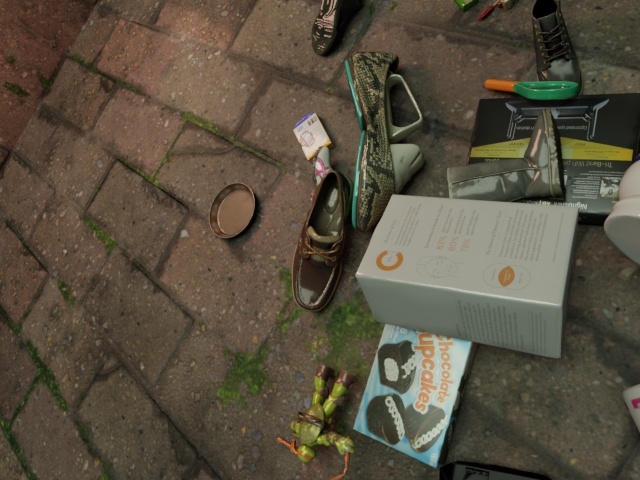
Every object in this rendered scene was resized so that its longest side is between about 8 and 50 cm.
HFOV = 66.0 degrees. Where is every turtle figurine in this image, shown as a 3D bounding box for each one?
[{"bbox_3d":[-0.010,0.382,1.066,0.269,0.087,0.217,-14,49,58],"label":"turtle figurine"}]

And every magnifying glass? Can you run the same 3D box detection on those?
[{"bbox_3d":[0.432,-0.321,1.032,0.092,0.026,0.231,-17,24,-17],"label":"magnifying glass"}]

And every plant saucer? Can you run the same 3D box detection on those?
[{"bbox_3d":[-0.250,-0.084,1.423,0.168,0.029,0.168,-11,68,28],"label":"plant saucer"}]

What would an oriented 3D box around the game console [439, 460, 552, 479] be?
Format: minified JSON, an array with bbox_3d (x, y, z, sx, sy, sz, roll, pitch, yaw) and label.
[{"bbox_3d":[0.308,0.585,0.852,0.213,0.044,0.361,-3,73,31],"label":"game console"}]

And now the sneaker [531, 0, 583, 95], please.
[{"bbox_3d":[0.483,-0.397,1.028,0.083,0.118,0.222,-17,66,26],"label":"sneaker"}]

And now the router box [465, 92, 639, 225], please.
[{"bbox_3d":[0.457,-0.164,0.988,0.309,0.081,0.243,9,79,33],"label":"router box"}]

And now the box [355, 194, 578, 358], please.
[{"bbox_3d":[0.275,0.055,0.921,0.345,0.168,0.215,8,53,30],"label":"box"}]

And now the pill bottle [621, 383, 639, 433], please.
[{"bbox_3d":[0.577,0.333,0.702,0.160,0.160,0.283,-25,63,22],"label":"pill bottle"}]

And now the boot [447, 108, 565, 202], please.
[{"bbox_3d":[0.354,-0.149,0.962,0.208,0.076,0.190,-8,69,37],"label":"boot"}]

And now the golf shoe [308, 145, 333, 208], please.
[{"bbox_3d":[0.019,-0.152,1.266,0.086,0.067,0.186,1,82,12],"label":"golf shoe"}]

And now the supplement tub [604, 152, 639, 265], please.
[{"bbox_3d":[0.627,-0.107,0.750,0.241,0.241,0.331,36,86,35],"label":"supplement tub"}]

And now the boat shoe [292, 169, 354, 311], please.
[{"bbox_3d":[0.000,0.000,1.156,0.123,0.123,0.342,16,89,10],"label":"boat shoe"}]

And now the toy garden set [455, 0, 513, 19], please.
[{"bbox_3d":[0.443,-0.644,1.178,0.244,0.049,0.204,-33,60,18],"label":"toy garden set"}]

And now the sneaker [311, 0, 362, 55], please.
[{"bbox_3d":[0.052,-0.639,1.402,0.087,0.130,0.227,32,119,30],"label":"sneaker"}]

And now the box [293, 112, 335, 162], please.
[{"bbox_3d":[-0.021,-0.287,1.354,0.081,0.028,0.136,-34,57,17],"label":"box"}]

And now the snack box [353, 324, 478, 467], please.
[{"bbox_3d":[0.204,0.265,1.011,0.187,0.060,0.322,13,81,34],"label":"snack box"}]

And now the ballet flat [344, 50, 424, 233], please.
[{"bbox_3d":[0.156,-0.255,1.172,0.182,0.164,0.483,-4,69,9],"label":"ballet flat"}]
